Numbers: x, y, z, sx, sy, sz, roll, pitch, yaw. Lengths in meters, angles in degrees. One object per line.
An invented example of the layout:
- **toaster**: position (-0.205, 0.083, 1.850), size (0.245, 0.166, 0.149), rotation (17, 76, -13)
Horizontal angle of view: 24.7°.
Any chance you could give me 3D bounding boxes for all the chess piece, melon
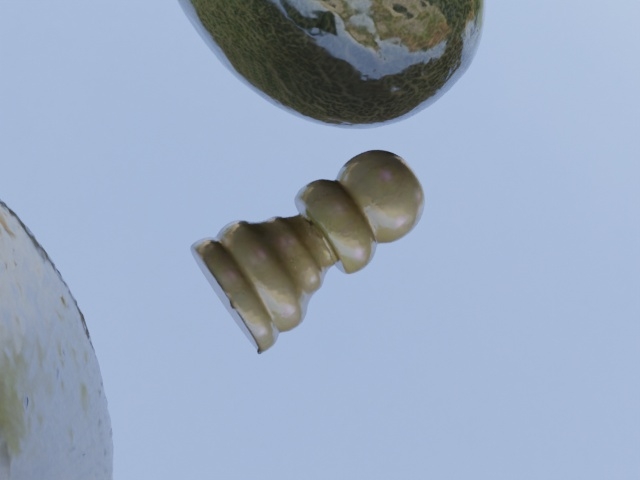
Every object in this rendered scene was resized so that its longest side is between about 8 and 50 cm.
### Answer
- **chess piece**: position (0.000, 0.000, 1.067), size (0.170, 0.094, 0.094), rotation (-32, -125, -9)
- **melon**: position (0.001, -0.240, 1.276), size (0.329, 0.248, 0.248), rotation (42, -157, -32)

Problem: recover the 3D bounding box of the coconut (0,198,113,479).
- **coconut**: position (-0.186, 0.074, 0.409), size (0.245, 0.247, 0.245), rotation (19, -119, -38)
